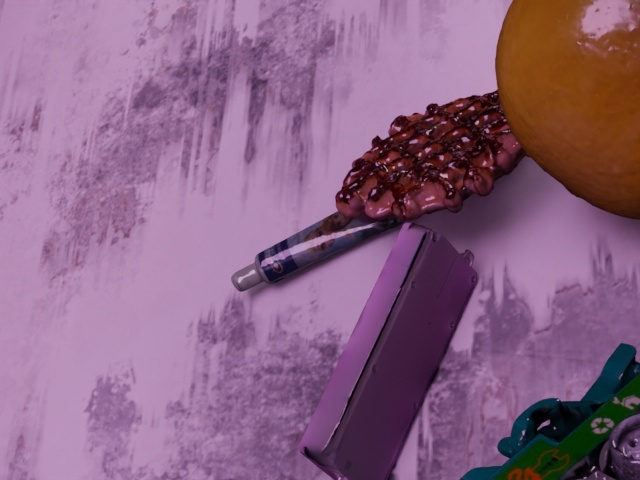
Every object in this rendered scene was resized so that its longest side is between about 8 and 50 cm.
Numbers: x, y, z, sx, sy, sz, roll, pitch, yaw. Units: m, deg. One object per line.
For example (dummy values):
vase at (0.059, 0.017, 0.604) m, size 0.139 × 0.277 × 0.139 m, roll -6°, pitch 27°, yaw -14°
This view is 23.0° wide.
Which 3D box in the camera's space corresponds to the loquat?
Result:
loquat at (0.297, -0.153, 1.467) m, size 0.275 × 0.275 × 0.274 m, roll -18°, pitch 52°, yaw 24°

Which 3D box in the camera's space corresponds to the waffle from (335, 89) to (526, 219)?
waffle at (0.125, -0.087, 1.622) m, size 0.221 × 0.055 × 0.234 m, roll -11°, pitch 25°, yaw 30°

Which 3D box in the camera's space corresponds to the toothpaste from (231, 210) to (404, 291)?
toothpaste at (0.000, 0.000, 1.716) m, size 0.216 × 0.037 × 0.062 m, roll -26°, pitch 47°, yaw 11°

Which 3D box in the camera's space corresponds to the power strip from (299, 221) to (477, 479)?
power strip at (0.069, 0.117, 1.535) m, size 0.037 × 0.109 × 0.279 m, roll 10°, pitch 66°, yaw 41°

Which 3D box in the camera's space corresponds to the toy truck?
toy truck at (0.210, 0.221, 1.276) m, size 0.363 × 0.176 × 0.178 m, roll -37°, pitch 37°, yaw -28°
